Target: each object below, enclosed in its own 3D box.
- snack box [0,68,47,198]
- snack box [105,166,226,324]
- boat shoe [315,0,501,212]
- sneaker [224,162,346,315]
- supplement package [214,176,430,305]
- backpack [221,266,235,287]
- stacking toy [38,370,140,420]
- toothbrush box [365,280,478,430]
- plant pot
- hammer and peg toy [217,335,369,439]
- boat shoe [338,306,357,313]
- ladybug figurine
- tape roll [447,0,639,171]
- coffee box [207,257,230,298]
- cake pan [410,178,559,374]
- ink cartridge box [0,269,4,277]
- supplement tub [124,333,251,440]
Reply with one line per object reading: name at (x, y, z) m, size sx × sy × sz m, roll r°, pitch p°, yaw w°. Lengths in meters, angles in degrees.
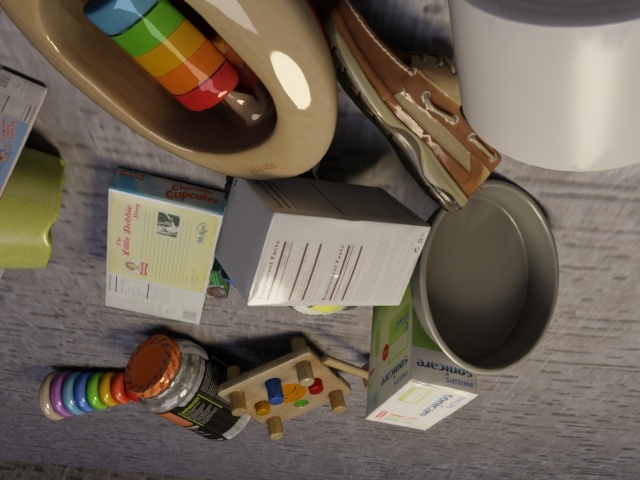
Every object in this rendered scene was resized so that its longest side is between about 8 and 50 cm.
snack box at (-0.438, -0.141, 0.849) m, size 0.064 × 0.178 × 0.022 m, roll 23°, pitch 165°, yaw -23°
snack box at (-0.285, 0.023, 1.121) m, size 0.187 × 0.060 × 0.321 m, roll 14°, pitch 136°, yaw -8°
boat shoe at (0.117, -0.177, 0.773) m, size 0.120 × 0.122 × 0.324 m, roll -40°, pitch 123°, yaw 7°
sneaker at (-0.011, 0.011, 1.029) m, size 0.147 × 0.145 × 0.384 m, roll -9°, pitch 145°, yaw 22°
supplement package at (0.000, 0.000, 0.856) m, size 0.244 × 0.139 × 0.133 m, roll 4°, pitch 116°, yaw -31°
backpack at (-0.114, 0.034, 1.100) m, size 0.098 × 0.120 × 0.101 m, roll -13°, pitch 141°, yaw 25°
stacking toy at (-0.622, 0.424, 1.772) m, size 0.331 × 0.141 × 0.141 m, roll -10°, pitch 143°, yaw 12°
toothbrush box at (0.175, 0.160, 1.093) m, size 0.122 × 0.283 × 0.206 m, roll 13°, pitch 146°, yaw -10°
plant pot at (-0.532, -0.062, 0.938) m, size 0.254 × 0.275 × 0.276 m, roll 9°, pitch 148°, yaw -26°
hammer and peg toy at (-0.039, 0.339, 1.518) m, size 0.362 × 0.127 × 0.266 m, roll -27°, pitch 137°, yaw 13°
boat shoe at (-0.037, 0.095, 1.227) m, size 0.228 × 0.079 × 0.081 m, roll 16°, pitch 154°, yaw -6°
ladybug figurine at (-0.147, -0.238, 0.648) m, size 0.305 × 0.161 × 0.449 m, roll -6°, pitch 146°, yaw 34°
tape roll at (0.244, -0.208, 0.571) m, size 0.246 × 0.246 × 0.169 m, roll -5°, pitch 145°, yaw 17°
coffee box at (-0.282, 0.071, 1.253) m, size 0.184 × 0.040 × 0.113 m, roll 4°, pitch 146°, yaw 3°
cake pan at (0.250, 0.054, 0.952) m, size 0.293 × 0.293 × 0.054 m, roll 28°, pitch 165°, yaw -29°
ink cartridge box at (-0.700, 0.029, 1.185) m, size 0.176 × 0.128 × 0.127 m, roll -14°, pitch 141°, yaw 26°
supplement tub at (-0.324, 0.369, 1.568) m, size 0.194 × 0.193 × 0.316 m, roll -14°, pitch 141°, yaw 28°
